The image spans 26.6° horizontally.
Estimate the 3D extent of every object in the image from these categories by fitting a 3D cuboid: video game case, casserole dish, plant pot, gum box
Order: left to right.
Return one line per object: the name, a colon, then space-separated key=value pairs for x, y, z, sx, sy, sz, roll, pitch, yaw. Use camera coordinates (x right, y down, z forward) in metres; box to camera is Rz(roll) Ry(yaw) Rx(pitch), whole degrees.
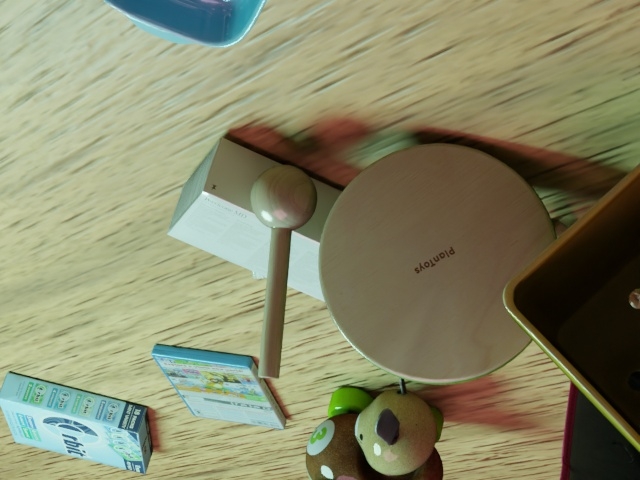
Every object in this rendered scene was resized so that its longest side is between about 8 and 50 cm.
gum box: x=-0.314 y=0.239 z=1.753 sx=0.184 sy=0.041 sz=0.157 roll=13 pitch=151 yaw=3
casserole dish: x=-0.081 y=-0.193 z=0.875 sx=0.114 sy=0.037 sz=0.188 roll=21 pitch=150 yaw=-10
video game case: x=-0.114 y=0.170 z=1.558 sx=0.119 sy=0.015 sz=0.166 roll=6 pitch=150 yaw=18
plant pot: x=0.265 y=0.059 z=0.933 sx=0.212 sy=0.212 sz=0.187 roll=47 pitch=174 yaw=12

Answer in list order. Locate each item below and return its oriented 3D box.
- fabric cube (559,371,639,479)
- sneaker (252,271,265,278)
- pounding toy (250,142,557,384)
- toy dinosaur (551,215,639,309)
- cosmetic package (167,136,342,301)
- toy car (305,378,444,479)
fabric cube: x=0.382 y=0.223 z=1.154 sx=0.258 sy=0.259 sz=0.254 roll=32 pitch=147 yaw=-31
sneaker: x=-0.045 y=0.008 z=1.227 sx=0.037 sy=0.032 sz=0.083 roll=0 pitch=155 yaw=0
pounding toy: x=0.069 y=0.019 z=1.076 sx=0.236 sy=0.183 sz=0.110 roll=-3 pitch=179 yaw=8
toy dinosaur: x=0.203 y=0.016 z=1.109 sx=0.092 sy=0.053 sz=0.183 roll=-23 pitch=140 yaw=27
cosmetic package: x=0.000 y=0.000 z=1.151 sx=0.239 sy=0.060 sz=0.099 roll=24 pitch=153 yaw=-15
toy car: x=0.060 y=0.198 z=1.392 sx=0.149 sy=0.155 sz=0.188 roll=12 pitch=142 yaw=7
